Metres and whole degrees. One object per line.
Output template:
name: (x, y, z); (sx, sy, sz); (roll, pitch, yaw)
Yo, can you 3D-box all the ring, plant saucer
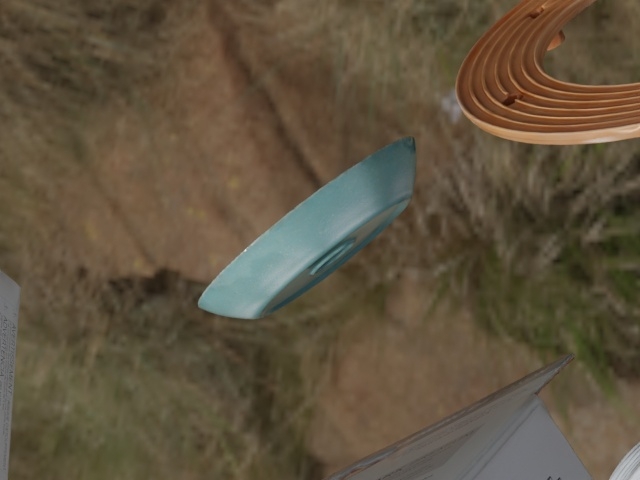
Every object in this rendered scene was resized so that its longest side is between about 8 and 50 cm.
ring: (0.248, -0.142, 1.192); (0.336, 0.337, 0.032); (-15, 114, 22)
plant saucer: (0.000, 0.000, 0.809); (0.021, 0.119, 0.119); (51, 129, 6)

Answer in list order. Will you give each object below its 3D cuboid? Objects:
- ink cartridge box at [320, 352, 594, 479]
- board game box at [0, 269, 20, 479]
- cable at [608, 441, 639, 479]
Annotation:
ink cartridge box: (0.000, 0.210, 0.924); (0.309, 0.272, 0.130); (-31, 92, 33)
board game box: (-0.342, 0.136, 1.216); (0.305, 0.193, 0.053); (-13, 148, 21)
cable: (0.355, 0.266, 1.542); (0.257, 0.089, 0.257); (1, 94, 9)
